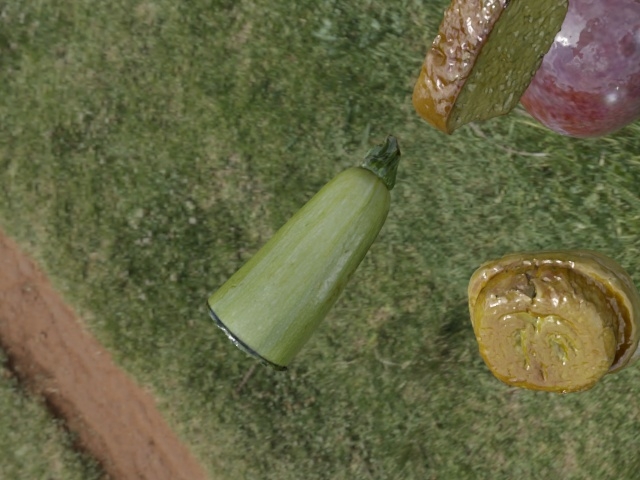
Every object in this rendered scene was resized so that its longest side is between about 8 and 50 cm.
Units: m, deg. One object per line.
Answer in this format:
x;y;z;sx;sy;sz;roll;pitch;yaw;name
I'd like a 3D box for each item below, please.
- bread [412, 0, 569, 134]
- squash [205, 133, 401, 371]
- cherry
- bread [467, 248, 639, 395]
0.151;-0.177;0.773;0.065;0.103;0.187;53;136;31;bread
0.000;0.000;0.767;0.094;0.094;0.224;37;89;27;squash
0.323;-0.254;1.062;0.285;0.212;0.236;103;164;-52;cherry
0.308;0.104;1.176;0.236;0.120;0.198;-6;119;32;bread
